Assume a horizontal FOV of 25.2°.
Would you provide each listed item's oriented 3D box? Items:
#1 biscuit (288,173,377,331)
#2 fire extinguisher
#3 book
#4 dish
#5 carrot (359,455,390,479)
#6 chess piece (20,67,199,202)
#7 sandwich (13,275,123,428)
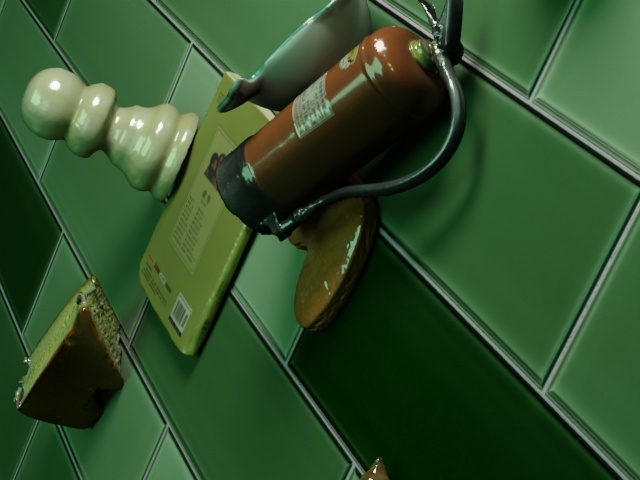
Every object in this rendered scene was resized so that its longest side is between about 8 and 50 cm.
[{"bbox_3d":[0.000,0.000,1.744,0.186,0.036,0.192,-63,30,23],"label":"biscuit"},{"bbox_3d":[0.052,-0.120,1.631,0.376,0.113,0.200,-38,73,33],"label":"fire extinguisher"},{"bbox_3d":[-0.154,-0.037,2.024,0.352,0.035,0.239,-64,32,18],"label":"book"},{"bbox_3d":[-0.010,-0.209,1.749,0.246,0.078,0.224,-40,-2,-30],"label":"dish"},{"bbox_3d":[0.052,0.385,1.447,0.070,0.070,0.342,-34,43,49],"label":"carrot"},{"bbox_3d":[-0.322,-0.168,2.120,0.144,0.251,0.144,-158,90,-79],"label":"chess piece"},{"bbox_3d":[-0.366,0.170,2.200,0.236,0.128,0.122,-50,34,35],"label":"sandwich"}]
